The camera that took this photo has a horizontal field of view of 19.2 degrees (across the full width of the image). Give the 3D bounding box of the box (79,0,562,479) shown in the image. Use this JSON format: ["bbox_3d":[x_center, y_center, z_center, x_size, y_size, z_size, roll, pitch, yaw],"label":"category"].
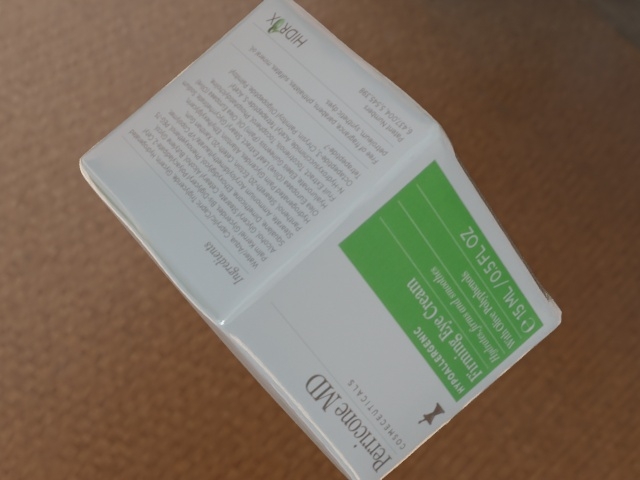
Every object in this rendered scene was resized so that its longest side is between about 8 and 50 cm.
[{"bbox_3d":[0.000,0.000,0.584,0.102,0.087,0.101,46,-5,46],"label":"box"}]
